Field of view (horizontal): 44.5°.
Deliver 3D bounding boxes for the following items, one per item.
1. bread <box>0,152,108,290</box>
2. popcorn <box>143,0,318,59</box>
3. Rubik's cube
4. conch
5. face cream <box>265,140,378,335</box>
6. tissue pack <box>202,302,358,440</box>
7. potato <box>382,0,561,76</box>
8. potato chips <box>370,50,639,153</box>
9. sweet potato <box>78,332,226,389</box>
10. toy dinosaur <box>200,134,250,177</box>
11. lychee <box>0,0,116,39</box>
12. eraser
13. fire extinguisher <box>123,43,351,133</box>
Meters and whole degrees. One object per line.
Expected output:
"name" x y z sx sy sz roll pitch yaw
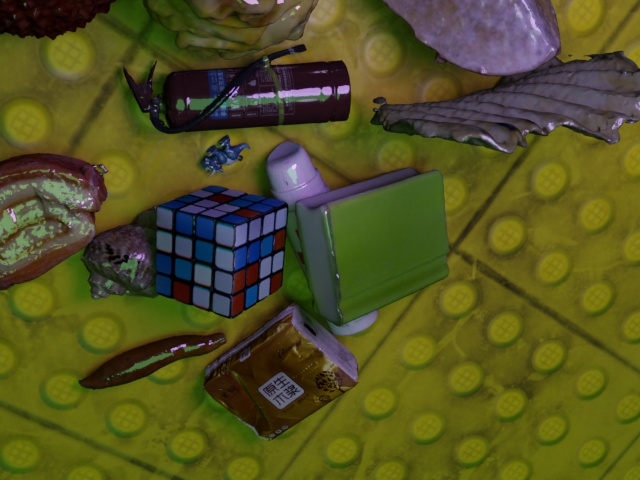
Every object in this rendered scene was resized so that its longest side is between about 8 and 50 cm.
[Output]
"bread" -0.439 -0.042 1.200 0.244 0.123 0.190 -30 114 -2
"popcorn" -0.106 -0.393 1.054 0.312 0.312 0.313 -5 112 -12
"Rubik's cube" -0.156 0.012 1.241 0.151 0.154 0.155 16 112 23
"conch" -0.296 0.025 1.289 0.207 0.130 0.155 -50 150 -15
"face cream" 0.000 0.000 1.333 0.101 0.102 0.346 -25 116 -3
"tissue pack" -0.071 0.238 1.392 0.226 0.092 0.183 -38 112 19
"potato" 0.230 -0.366 1.185 0.211 0.189 0.264 -27 100 31
"potato chips" 0.261 -0.196 1.167 0.372 0.389 0.097 -16 107 -14
"sweet potato" -0.294 0.206 1.371 0.264 0.057 0.057 -19 114 -7
"toy dinosaur" -0.156 -0.138 1.278 0.083 0.030 0.047 -37 116 4
"lychee" -0.373 -0.396 1.015 0.264 0.300 0.264 5 147 3
"eraser" 0.093 0.004 1.290 0.274 0.092 0.210 -22 112 -38
"fire extinguisher" -0.129 -0.235 1.215 0.341 0.105 0.142 -5 73 -11
